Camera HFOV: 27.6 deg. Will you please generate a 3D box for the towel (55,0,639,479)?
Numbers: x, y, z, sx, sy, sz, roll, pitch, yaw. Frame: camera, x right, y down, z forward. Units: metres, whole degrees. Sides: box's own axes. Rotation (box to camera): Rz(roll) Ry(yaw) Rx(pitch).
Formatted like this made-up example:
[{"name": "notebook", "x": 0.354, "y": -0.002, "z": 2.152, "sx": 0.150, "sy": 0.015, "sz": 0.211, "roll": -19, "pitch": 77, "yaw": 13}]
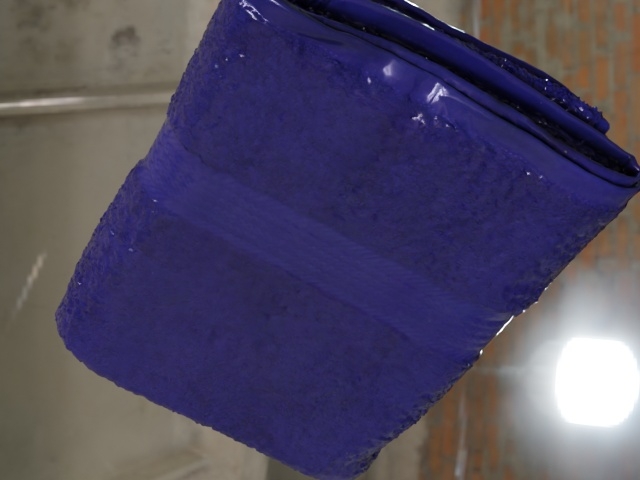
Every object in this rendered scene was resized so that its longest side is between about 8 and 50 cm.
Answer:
[{"name": "towel", "x": 0.000, "y": 0.000, "z": 0.730, "sx": 0.228, "sy": 0.308, "sz": 0.076, "roll": 28, "pitch": -140, "yaw": -10}]
